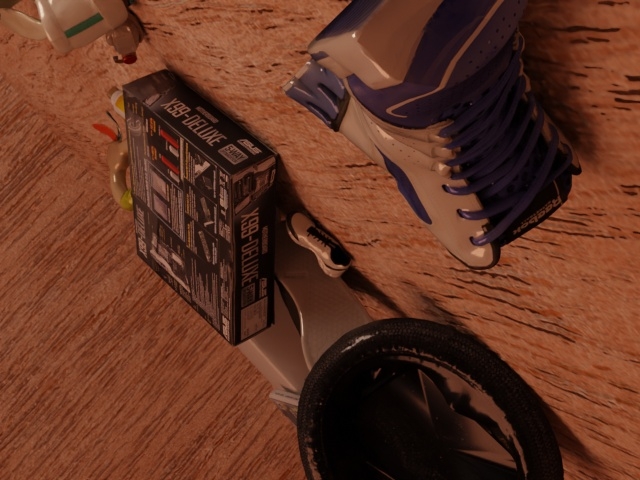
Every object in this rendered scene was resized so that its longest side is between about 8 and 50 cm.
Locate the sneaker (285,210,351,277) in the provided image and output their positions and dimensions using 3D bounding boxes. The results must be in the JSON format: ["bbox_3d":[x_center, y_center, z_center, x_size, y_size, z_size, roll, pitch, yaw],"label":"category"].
[{"bbox_3d":[0.000,0.000,1.460,0.109,0.040,0.044,44,153,-9],"label":"sneaker"}]

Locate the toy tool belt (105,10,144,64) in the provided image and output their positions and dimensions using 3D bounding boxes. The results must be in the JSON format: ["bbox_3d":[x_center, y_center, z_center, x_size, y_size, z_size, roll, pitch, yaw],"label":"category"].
[{"bbox_3d":[-0.254,-0.268,1.428,0.083,0.052,0.051,89,168,-69],"label":"toy tool belt"}]

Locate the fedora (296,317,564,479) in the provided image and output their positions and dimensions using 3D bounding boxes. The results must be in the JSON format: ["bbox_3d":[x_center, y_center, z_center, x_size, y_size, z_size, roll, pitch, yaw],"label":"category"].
[{"bbox_3d":[0.140,0.243,1.352,0.334,0.334,0.152,44,-161,10],"label":"fedora"}]

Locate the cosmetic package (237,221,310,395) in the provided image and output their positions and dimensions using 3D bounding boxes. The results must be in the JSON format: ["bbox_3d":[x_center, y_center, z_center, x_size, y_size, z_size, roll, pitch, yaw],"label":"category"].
[{"bbox_3d":[-0.012,0.174,1.782,0.453,0.161,0.230,48,168,-6],"label":"cosmetic package"}]

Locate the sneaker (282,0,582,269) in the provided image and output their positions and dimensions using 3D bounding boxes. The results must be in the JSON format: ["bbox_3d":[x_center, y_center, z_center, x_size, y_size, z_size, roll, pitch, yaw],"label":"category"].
[{"bbox_3d":[0.089,-0.080,0.656,0.182,0.127,0.315,44,176,-4],"label":"sneaker"}]

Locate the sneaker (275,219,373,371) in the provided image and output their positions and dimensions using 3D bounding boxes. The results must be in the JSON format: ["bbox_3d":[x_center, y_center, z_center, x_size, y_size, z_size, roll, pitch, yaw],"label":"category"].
[{"bbox_3d":[0.018,0.118,1.542,0.295,0.105,0.147,63,-179,24],"label":"sneaker"}]

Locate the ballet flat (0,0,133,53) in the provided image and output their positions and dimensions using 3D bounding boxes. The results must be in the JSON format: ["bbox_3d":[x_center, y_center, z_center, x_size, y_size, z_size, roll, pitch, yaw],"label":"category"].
[{"bbox_3d":[-0.387,-0.342,1.427,0.400,0.139,0.139,36,165,43],"label":"ballet flat"}]

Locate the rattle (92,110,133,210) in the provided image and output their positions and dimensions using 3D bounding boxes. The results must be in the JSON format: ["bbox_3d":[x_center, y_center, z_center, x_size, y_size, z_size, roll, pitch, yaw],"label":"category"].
[{"bbox_3d":[-0.319,-0.146,2.020,0.199,0.143,0.130,57,146,39],"label":"rattle"}]

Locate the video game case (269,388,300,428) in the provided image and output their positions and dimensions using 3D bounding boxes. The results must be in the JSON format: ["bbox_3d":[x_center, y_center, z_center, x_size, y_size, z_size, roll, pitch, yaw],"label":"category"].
[{"bbox_3d":[0.016,0.305,1.675,0.190,0.022,0.173,51,160,-15],"label":"video game case"}]

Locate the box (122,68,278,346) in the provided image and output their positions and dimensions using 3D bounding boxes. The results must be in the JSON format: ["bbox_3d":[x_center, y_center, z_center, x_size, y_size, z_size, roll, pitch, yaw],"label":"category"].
[{"bbox_3d":[-0.163,-0.041,1.499,0.242,0.076,0.307,39,143,34],"label":"box"}]

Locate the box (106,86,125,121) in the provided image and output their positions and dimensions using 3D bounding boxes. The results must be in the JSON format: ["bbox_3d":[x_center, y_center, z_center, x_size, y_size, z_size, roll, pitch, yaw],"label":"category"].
[{"bbox_3d":[-0.278,-0.167,1.923,0.201,0.021,0.164,40,167,33],"label":"box"}]

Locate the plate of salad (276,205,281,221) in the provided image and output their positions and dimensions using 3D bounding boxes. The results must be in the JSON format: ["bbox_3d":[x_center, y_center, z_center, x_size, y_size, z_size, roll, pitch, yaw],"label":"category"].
[{"bbox_3d":[-0.132,-0.094,1.569,0.200,0.048,0.200,45,169,12],"label":"plate of salad"}]

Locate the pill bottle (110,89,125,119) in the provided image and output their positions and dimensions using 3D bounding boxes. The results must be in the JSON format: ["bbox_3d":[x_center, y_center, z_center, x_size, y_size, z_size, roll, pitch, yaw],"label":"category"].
[{"bbox_3d":[-0.307,-0.215,1.803,0.083,0.043,0.043,37,166,40],"label":"pill bottle"}]
